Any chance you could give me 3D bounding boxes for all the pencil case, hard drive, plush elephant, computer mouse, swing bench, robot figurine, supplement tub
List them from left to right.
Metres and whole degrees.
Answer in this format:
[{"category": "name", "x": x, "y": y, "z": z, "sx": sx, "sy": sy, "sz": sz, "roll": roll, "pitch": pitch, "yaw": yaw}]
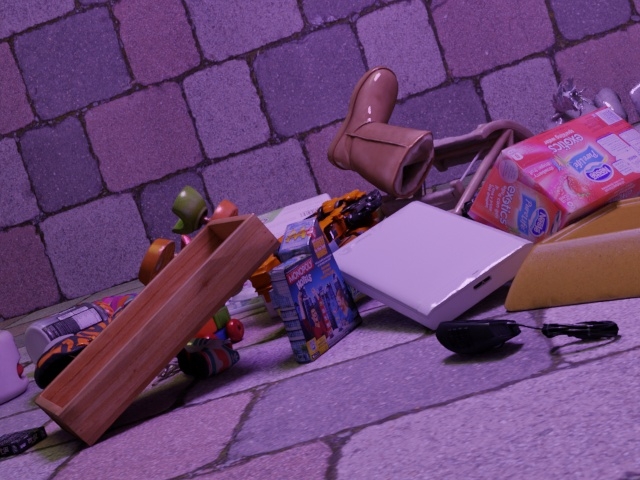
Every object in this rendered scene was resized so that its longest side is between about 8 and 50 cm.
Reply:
[{"category": "supplement tub", "x": -0.554, "y": 0.210, "z": 2.331, "sx": 0.117, "sy": 0.117, "sz": 0.190, "roll": -13, "pitch": 7, "yaw": 42}, {"category": "pencil case", "x": -0.462, "y": 0.179, "z": 2.458, "sx": 0.104, "sy": 0.104, "sz": 0.236, "roll": -22, "pitch": 5, "yaw": -37}, {"category": "robot figurine", "x": 0.000, "y": 0.000, "z": 1.865, "sx": 0.211, "sy": 0.085, "sz": 0.291, "roll": -18, "pitch": 15, "yaw": 38}, {"category": "hard drive", "x": 0.164, "y": 0.030, "z": 1.630, "sx": 0.203, "sy": 0.040, "sz": 0.307, "roll": -33, "pitch": 27, "yaw": -18}, {"category": "swing bench", "x": 0.243, "y": -0.099, "z": 1.950, "sx": 0.165, "sy": 0.254, "sz": 0.253, "roll": 31, "pitch": -28, "yaw": -32}, {"category": "computer mouse", "x": 0.239, "y": 0.115, "z": 1.234, "sx": 0.071, "sy": 0.041, "sz": 0.242, "roll": 0, "pitch": -3, "yaw": -45}, {"category": "plush elephant", "x": 0.552, "y": -0.160, "z": 1.921, "sx": 0.271, "sy": 0.255, "sz": 0.330, "roll": -59, "pitch": -21, "yaw": -15}]

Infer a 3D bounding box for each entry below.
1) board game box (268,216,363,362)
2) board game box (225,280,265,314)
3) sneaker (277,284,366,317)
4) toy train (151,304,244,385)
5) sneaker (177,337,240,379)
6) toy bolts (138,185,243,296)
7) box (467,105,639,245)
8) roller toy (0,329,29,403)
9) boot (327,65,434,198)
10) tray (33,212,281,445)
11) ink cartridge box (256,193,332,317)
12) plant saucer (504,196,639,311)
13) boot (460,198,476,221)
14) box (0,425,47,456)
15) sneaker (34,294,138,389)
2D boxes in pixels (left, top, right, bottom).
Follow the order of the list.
[{"category": "board game box", "x": -0.023, "y": 0.071, "z": 1.621, "sx": 0.060, "sy": 0.194, "sz": 0.194, "roll": -15, "pitch": 6, "yaw": 28}, {"category": "board game box", "x": -0.144, "y": 0.101, "z": 2.427, "sx": 0.390, "sy": 0.050, "sz": 0.390, "roll": -17, "pitch": 6, "yaw": 15}, {"category": "sneaker", "x": 0.045, "y": 0.090, "z": 1.850, "sx": 0.240, "sy": 0.091, "sz": 0.126, "roll": -29, "pitch": 20, "yaw": -16}, {"category": "toy train", "x": -0.245, "y": 0.147, "z": 1.841, "sx": 0.105, "sy": 0.143, "sz": 0.248, "roll": -16, "pitch": 6, "yaw": 28}, {"category": "sneaker", "x": -0.186, "y": 0.189, "z": 1.719, "sx": 0.075, "sy": 0.057, "sz": 0.161, "roll": -13, "pitch": 9, "yaw": -25}, {"category": "toy bolts", "x": -0.227, "y": 0.046, "z": 1.999, "sx": 0.228, "sy": 0.159, "sz": 0.218, "roll": 100, "pitch": -164, "yaw": -60}, {"category": "box", "x": 0.404, "y": -0.087, "z": 1.675, "sx": 0.300, "sy": 0.154, "sz": 0.142, "roll": -24, "pitch": -30, "yaw": -39}, {"category": "roller toy", "x": -0.702, "y": 0.265, "z": 2.118, "sx": 0.191, "sy": 0.146, "sz": 0.209, "roll": -14, "pitch": 6, "yaw": 31}, {"category": "boot", "x": 0.138, "y": -0.209, "z": 1.977, "sx": 0.089, "sy": 0.236, "sz": 0.269, "roll": 22, "pitch": 2, "yaw": -29}, {"category": "tray", "x": -0.252, "y": 0.129, "z": 1.606, "sx": 0.411, "sy": 0.076, "sz": 0.203, "roll": -48, "pitch": 17, "yaw": -19}, {"category": "ink cartridge box", "x": -0.036, "y": 0.038, "z": 2.105, "sx": 0.207, "sy": 0.119, "sz": 0.353, "roll": -18, "pitch": 22, "yaw": -2}, {"category": "plant saucer", "x": 0.460, "y": -0.006, "z": 1.443, "sx": 0.333, "sy": 0.081, "sz": 0.333, "roll": -12, "pitch": 9, "yaw": 46}, {"category": "boot", "x": 0.243, "y": 0.003, "z": 1.726, "sx": 0.077, "sy": 0.137, "sz": 0.198, "roll": -13, "pitch": 8, "yaw": 41}, {"category": "box", "x": -0.474, "y": 0.313, "z": 1.604, "sx": 0.083, "sy": 0.018, "sz": 0.067, "roll": -16, "pitch": 6, "yaw": 24}, {"category": "sneaker", "x": -0.390, "y": 0.206, "z": 1.962, "sx": 0.321, "sy": 0.124, "sz": 0.180, "roll": -28, "pitch": 10, "yaw": 0}]
